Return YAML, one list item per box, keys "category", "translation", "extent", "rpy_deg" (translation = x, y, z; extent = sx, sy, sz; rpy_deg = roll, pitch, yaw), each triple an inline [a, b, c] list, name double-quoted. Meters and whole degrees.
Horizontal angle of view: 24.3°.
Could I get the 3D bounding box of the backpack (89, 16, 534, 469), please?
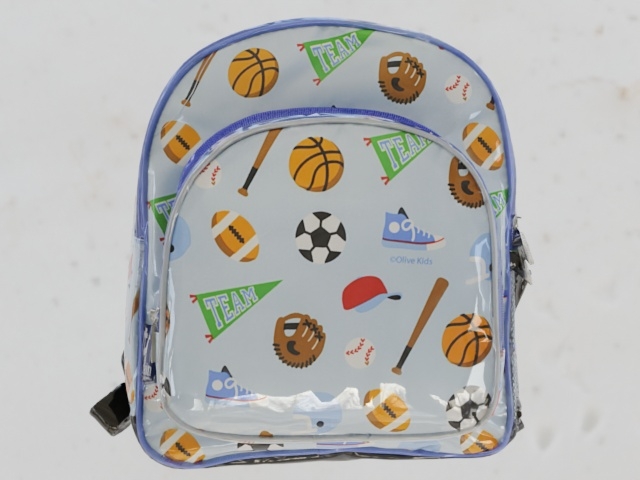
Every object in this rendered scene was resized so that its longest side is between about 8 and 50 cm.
- category: "backpack"
  translation: [0.000, 0.000, 0.880]
  extent: [0.276, 0.213, 0.263]
  rpy_deg: [-1, 88, -8]
